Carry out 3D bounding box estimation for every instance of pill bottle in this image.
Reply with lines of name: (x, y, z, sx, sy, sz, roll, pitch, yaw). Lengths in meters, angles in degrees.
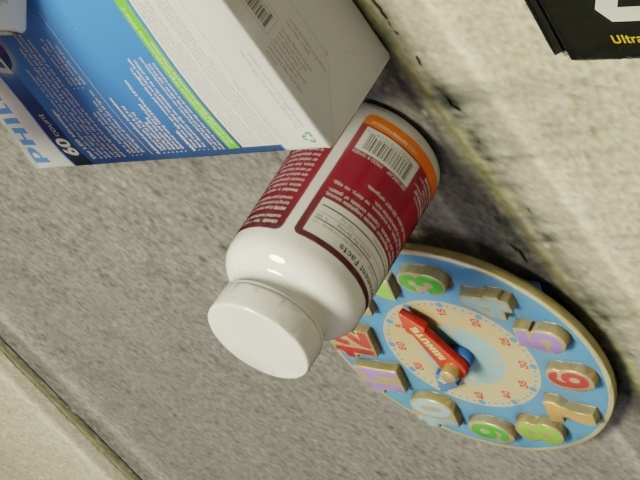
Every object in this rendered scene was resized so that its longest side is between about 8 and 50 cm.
pill bottle: (0.000, 0.000, 1.008, 0.086, 0.152, 0.086, 24, 150, 15)

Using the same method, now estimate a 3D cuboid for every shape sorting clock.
shape sorting clock: (0.091, 0.074, 1.148, 0.206, 0.040, 0.206, 24, 150, 15)

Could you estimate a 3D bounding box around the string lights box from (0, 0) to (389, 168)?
string lights box: (-0.104, -0.116, 1.010, 0.259, 0.077, 0.133, 0, 137, 44)

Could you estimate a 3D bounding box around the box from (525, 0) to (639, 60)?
box: (0.182, -0.184, 0.636, 0.322, 0.079, 0.257, 3, 142, 41)

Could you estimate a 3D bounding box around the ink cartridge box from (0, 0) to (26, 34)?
ink cartridge box: (-0.297, -0.138, 1.018, 0.296, 0.066, 0.261, 12, 103, 33)
